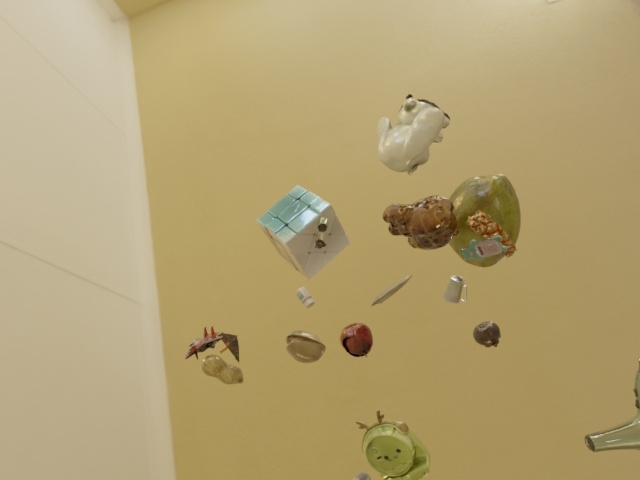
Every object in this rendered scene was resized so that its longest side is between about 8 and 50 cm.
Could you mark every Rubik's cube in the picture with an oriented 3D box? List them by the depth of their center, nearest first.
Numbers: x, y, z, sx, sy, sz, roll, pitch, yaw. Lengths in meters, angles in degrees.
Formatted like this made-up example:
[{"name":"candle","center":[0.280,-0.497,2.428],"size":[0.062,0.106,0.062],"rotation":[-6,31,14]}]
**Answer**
[{"name":"Rubik's cube","center":[-0.090,-0.047,2.466],"size":[0.316,0.322,0.318],"rotation":[37,163,45]}]

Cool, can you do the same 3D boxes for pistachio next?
[{"name":"pistachio","center":[-0.062,0.410,1.790],"size":[0.185,0.124,0.124],"rotation":[33,-146,-45]}]

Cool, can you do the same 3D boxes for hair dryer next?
[{"name":"hair dryer","center":[0.732,0.427,1.109],"size":[0.224,0.219,0.088],"rotation":[59,180,-9]},{"name":"hair dryer","center":[-0.005,-0.027,2.091],"size":[0.071,0.047,0.150],"rotation":[-74,4,-64]}]

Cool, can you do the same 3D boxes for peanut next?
[{"name":"peanut","center":[-0.345,0.462,1.637],"size":[0.187,0.082,0.082],"rotation":[37,-156,-29]}]

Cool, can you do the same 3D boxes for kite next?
[{"name":"kite","center":[-0.430,0.491,2.164],"size":[0.190,0.159,0.010],"rotation":[47,-148,14]}]

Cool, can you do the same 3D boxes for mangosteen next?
[{"name":"mangosteen","center":[0.817,0.463,2.245],"size":[0.140,0.140,0.140],"rotation":[-19,-90,-83]}]

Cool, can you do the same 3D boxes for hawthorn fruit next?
[{"name":"hawthorn fruit","center":[0.165,0.446,2.033],"size":[0.172,0.148,0.148],"rotation":[63,-179,36]}]

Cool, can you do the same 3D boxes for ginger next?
[{"name":"ginger","center":[0.388,-0.056,1.788],"size":[0.357,0.275,0.152],"rotation":[43,-135,-62]}]

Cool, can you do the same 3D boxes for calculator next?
[{"name":"calculator","center":[0.521,0.028,1.481],"size":[0.094,0.141,0.019],"rotation":[53,-144,-27]}]

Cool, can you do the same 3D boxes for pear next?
[{"name":"pear","center":[0.698,-0.091,2.010],"size":[0.352,0.352,0.413],"rotation":[-90,1,-70]}]

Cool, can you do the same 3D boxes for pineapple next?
[{"name":"pineapple","center":[0.609,-0.040,1.679],"size":[0.135,0.079,0.233],"rotation":[26,-161,-46]}]

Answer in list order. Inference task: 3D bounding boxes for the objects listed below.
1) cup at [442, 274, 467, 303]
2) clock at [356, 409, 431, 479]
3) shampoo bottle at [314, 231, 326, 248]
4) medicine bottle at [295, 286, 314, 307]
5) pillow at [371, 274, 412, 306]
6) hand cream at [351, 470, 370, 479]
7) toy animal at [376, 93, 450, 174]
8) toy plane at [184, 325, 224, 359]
[{"name":"cup","center":[0.603,0.224,2.037],"size":[0.074,0.104,0.116],"rotation":[-15,-56,-46]},{"name":"clock","center":[0.277,0.842,1.875],"size":[0.308,0.235,0.096],"rotation":[53,-158,0]},{"name":"shampoo bottle","center":[0.000,0.000,1.682],"size":[0.048,0.027,0.137],"rotation":[37,-165,-10]},{"name":"medicine bottle","center":[-0.067,0.250,2.029],"size":[0.089,0.052,0.052],"rotation":[53,179,24]},{"name":"pillow","center":[0.323,0.226,2.091],"size":[0.038,0.233,0.131],"rotation":[54,-171,13]},{"name":"hand cream","center":[0.139,0.979,1.822],"size":[0.079,0.048,0.255],"rotation":[37,-174,22]},{"name":"toy animal","center":[0.316,-0.370,1.596],"size":[0.174,0.249,0.289],"rotation":[43,-147,-35]},{"name":"toy plane","center":[-0.415,0.367,1.601],"size":[0.189,0.130,0.061],"rotation":[-56,-46,-61]}]
